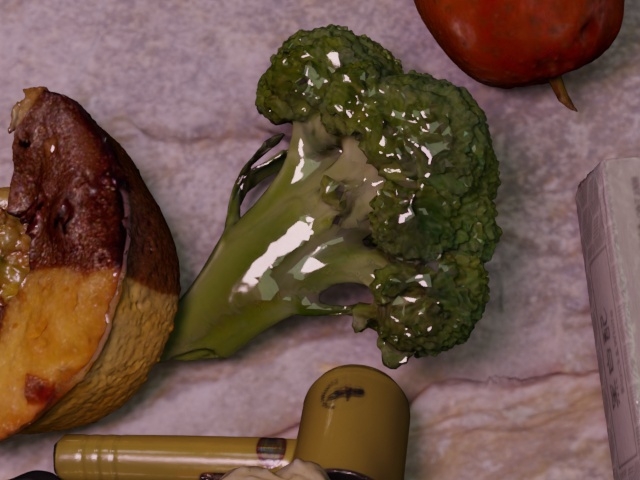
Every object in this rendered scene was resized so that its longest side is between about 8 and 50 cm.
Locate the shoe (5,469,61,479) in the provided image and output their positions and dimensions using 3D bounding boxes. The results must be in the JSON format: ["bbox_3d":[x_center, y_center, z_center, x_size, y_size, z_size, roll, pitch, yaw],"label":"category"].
[{"bbox_3d":[-0.289,0.229,1.429,0.227,0.099,0.112,-42,117,-32],"label":"shoe"}]

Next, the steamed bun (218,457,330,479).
[{"bbox_3d":[-0.023,0.309,1.368,0.289,0.203,0.276,-18,41,15],"label":"steamed bun"}]

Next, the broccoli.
[{"bbox_3d":[0.034,-0.007,1.555,0.254,0.186,0.302,23,100,20],"label":"broccoli"}]

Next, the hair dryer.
[{"bbox_3d":[-0.070,0.166,1.512,0.279,0.090,0.135,0,38,8],"label":"hair dryer"}]

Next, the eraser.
[{"bbox_3d":[0.291,0.134,1.563,0.098,0.096,0.403,-3,73,-9],"label":"eraser"}]

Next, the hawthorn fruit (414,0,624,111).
[{"bbox_3d":[0.175,-0.201,1.631,0.179,0.179,0.200,-21,96,-13],"label":"hawthorn fruit"}]

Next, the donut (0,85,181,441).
[{"bbox_3d":[-0.174,0.021,1.509,0.151,0.112,0.295,-6,73,36],"label":"donut"}]

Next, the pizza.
[{"bbox_3d":[-0.275,0.021,1.561,0.175,0.046,0.134,-37,79,-17],"label":"pizza"}]
